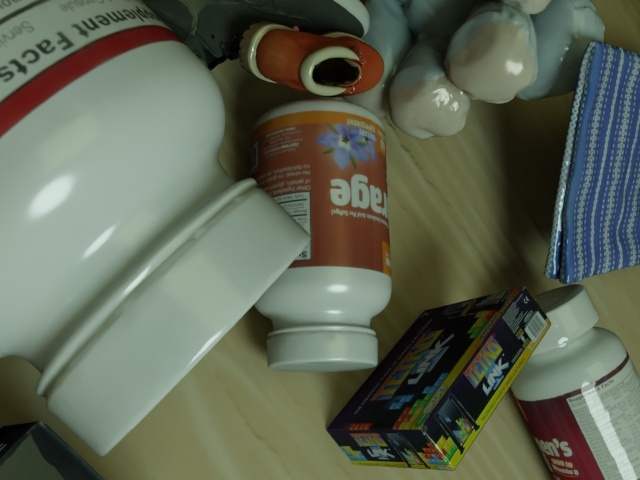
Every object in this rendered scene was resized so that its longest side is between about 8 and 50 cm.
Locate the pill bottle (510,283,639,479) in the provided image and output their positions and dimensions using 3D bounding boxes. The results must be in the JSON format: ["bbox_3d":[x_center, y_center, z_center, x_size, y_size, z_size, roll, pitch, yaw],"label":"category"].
[{"bbox_3d":[0.267,0.165,0.735,0.121,0.121,0.221,-27,90,-34],"label":"pill bottle"}]

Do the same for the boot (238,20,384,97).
[{"bbox_3d":[0.016,-0.143,0.612,0.157,0.084,0.059,-9,118,-47],"label":"boot"}]

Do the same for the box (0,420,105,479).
[{"bbox_3d":[-0.213,0.257,0.404,0.165,0.143,0.270,48,57,-11],"label":"box"}]

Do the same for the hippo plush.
[{"bbox_3d":[0.156,-0.216,0.763,0.236,0.234,0.294,10,28,-47],"label":"hippo plush"}]

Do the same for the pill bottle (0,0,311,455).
[{"bbox_3d":[-0.207,-0.081,0.418,0.407,0.229,0.229,45,58,-1],"label":"pill bottle"}]

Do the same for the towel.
[{"bbox_3d":[0.361,-0.081,0.815,0.335,0.040,0.244,-5,105,-46],"label":"towel"}]

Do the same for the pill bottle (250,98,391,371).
[{"bbox_3d":[0.000,0.000,0.621,0.121,0.121,0.216,7,73,-29],"label":"pill bottle"}]

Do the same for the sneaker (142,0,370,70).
[{"bbox_3d":[-0.091,-0.167,0.631,0.295,0.104,0.147,4,77,-26],"label":"sneaker"}]

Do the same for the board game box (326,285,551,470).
[{"bbox_3d":[0.103,0.120,0.636,0.048,0.141,0.170,52,57,-10],"label":"board game box"}]
